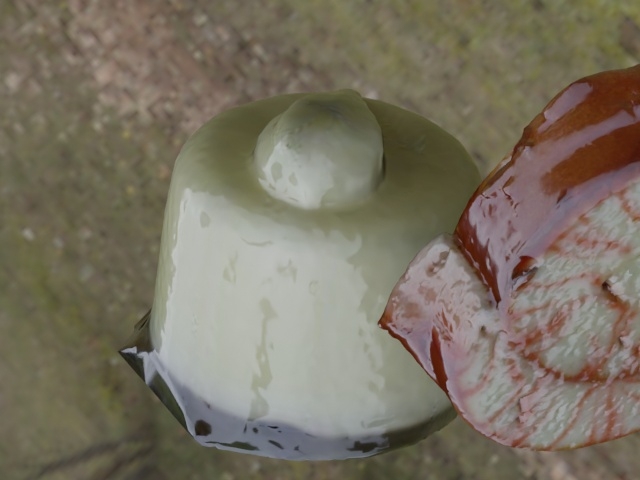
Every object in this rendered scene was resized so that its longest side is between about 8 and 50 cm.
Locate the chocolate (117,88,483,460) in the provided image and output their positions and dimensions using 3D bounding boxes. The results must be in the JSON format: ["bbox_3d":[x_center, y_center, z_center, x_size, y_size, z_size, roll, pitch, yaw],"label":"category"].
[{"bbox_3d":[0.000,0.000,1.614,0.326,0.314,0.297,37,131,57],"label":"chocolate"}]

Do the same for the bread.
[{"bbox_3d":[0.230,0.017,1.368,0.328,0.295,0.114,-55,40,29],"label":"bread"}]
